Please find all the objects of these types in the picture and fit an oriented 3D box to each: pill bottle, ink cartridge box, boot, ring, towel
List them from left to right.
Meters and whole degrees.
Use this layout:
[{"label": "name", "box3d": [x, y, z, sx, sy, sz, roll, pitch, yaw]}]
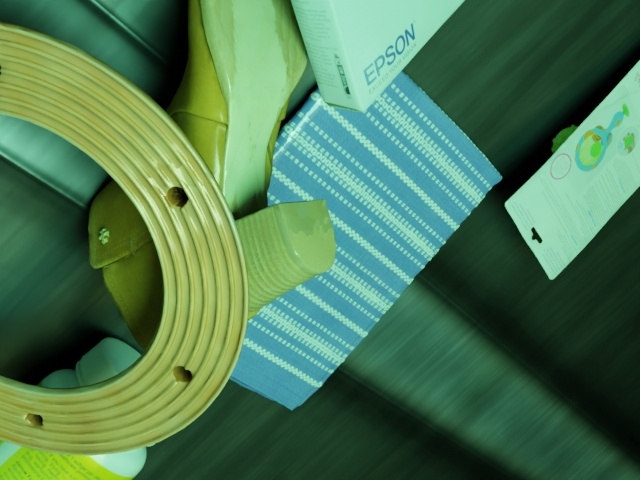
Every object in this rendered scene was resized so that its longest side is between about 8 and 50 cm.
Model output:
[{"label": "ring", "box3d": [-0.208, 0.010, 0.642, 0.336, 0.032, 0.336, 6, 119, 11]}, {"label": "pill bottle", "box3d": [-0.231, 0.191, 0.814, 0.208, 0.119, 0.119, -42, 133, 3]}, {"label": "boot", "box3d": [-0.107, -0.074, 0.699, 0.211, 0.295, 0.104, -21, 166, 37]}, {"label": "towel", "box3d": [0.000, 0.000, 0.882, 0.336, 0.040, 0.243, -49, 130, 5]}, {"label": "ink cartridge box", "box3d": [0.050, -0.247, 0.663, 0.223, 0.045, 0.224, -50, 139, -28]}]

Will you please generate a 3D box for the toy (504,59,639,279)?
[{"label": "toy", "box3d": [0.286, -0.089, 0.970, 0.237, 0.056, 0.137, -44, 129, -3]}]
